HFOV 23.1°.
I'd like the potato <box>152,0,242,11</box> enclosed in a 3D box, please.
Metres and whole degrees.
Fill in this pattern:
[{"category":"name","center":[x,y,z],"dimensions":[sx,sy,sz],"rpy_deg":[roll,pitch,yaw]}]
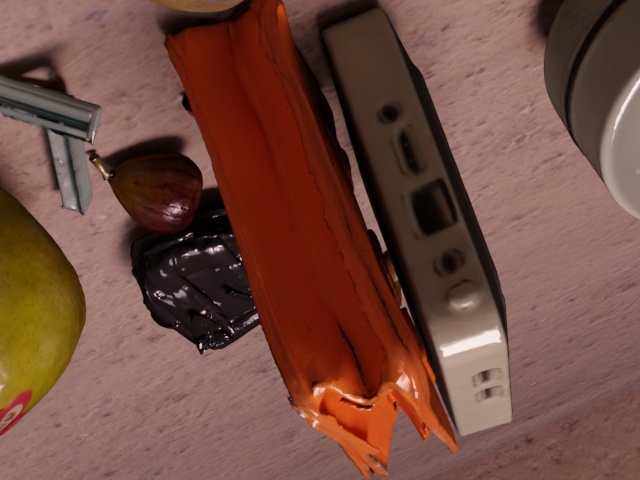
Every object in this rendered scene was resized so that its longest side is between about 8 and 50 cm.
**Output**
[{"category":"potato","center":[-0.098,-0.235,1.207],"dimensions":[0.182,0.117,0.202],"rpy_deg":[-28,157,10]}]

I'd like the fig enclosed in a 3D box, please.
[{"category":"fig","center":[-0.186,-0.058,1.615],"dimensions":[0.125,0.088,0.089],"rpy_deg":[17,144,-20]}]

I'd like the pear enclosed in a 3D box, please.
[{"category":"pear","center":[-0.360,0.070,1.498],"dimensions":[0.287,0.287,0.375],"rpy_deg":[-31,173,24]}]

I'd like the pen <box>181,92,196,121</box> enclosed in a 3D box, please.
[{"category":"pen","center":[-0.097,-0.106,1.632],"dimensions":[0.026,0.026,0.218],"rpy_deg":[-24,159,7]}]

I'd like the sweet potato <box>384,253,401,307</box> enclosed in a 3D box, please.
[{"category":"sweet potato","center":[0.093,0.057,2.167],"dimensions":[0.069,0.059,0.249],"rpy_deg":[-34,161,-25]}]

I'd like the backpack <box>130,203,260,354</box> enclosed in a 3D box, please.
[{"category":"backpack","center":[-0.120,0.035,1.833],"dimensions":[0.206,0.133,0.258],"rpy_deg":[-29,151,11]}]

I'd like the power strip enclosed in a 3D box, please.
[{"category":"power strip","center":[0.415,-0.191,1.604],"dimensions":[0.358,0.161,0.357],"rpy_deg":[-13,137,-12]}]

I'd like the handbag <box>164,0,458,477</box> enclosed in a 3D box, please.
[{"category":"handbag","center":[0.000,0.000,1.445],"dimensions":[0.116,0.410,0.303],"rpy_deg":[-23,159,6]}]

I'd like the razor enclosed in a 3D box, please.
[{"category":"razor","center":[-0.247,-0.092,1.502],"dimensions":[0.111,0.056,0.278],"rpy_deg":[17,164,4]}]

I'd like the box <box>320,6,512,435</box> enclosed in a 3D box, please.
[{"category":"box","center":[0.108,-0.009,1.588],"dimensions":[0.090,0.367,0.373],"rpy_deg":[-20,160,0]}]
